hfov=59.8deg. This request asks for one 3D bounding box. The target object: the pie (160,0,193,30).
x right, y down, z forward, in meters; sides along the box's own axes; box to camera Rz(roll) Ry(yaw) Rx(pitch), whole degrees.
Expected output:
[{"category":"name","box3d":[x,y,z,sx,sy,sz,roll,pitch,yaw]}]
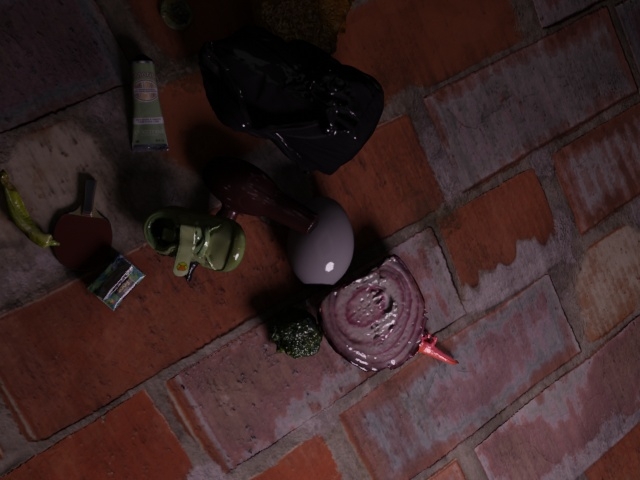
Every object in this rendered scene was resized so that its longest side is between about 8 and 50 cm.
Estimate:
[{"category":"pie","box3d":[-0.362,-0.571,1.394,0.085,0.017,0.085,0,89,-21]}]

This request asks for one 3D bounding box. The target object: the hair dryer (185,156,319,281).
[{"category":"hair dryer","box3d":[-0.208,-0.013,1.378,0.313,0.123,0.340,34,95,12]}]

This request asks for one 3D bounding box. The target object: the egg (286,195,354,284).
[{"category":"egg","box3d":[0.000,0.000,1.446,0.176,0.176,0.231,7,78,-20]}]

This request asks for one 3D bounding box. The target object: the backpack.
[{"category":"backpack","box3d":[-0.084,-0.339,1.336,0.446,0.363,0.254,31,76,-2]}]

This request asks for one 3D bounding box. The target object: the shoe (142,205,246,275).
[{"category":"shoe","box3d":[-0.305,0.003,1.313,0.128,0.262,0.140,-30,138,-57]}]

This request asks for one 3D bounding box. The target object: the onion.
[{"category":"onion","box3d":[0.130,0.215,1.505,0.314,0.146,0.280,-28,96,-26]}]

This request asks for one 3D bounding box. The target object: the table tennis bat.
[{"category":"table tennis bat","box3d":[-0.559,-0.036,1.319,0.130,0.019,0.220,8,89,-20]}]

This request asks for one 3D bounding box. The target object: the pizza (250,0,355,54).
[{"category":"pizza","box3d":[-0.051,-0.613,1.460,0.278,0.114,0.408,-26,99,-18]}]

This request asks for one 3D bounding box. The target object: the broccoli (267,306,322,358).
[{"category":"broccoli","box3d":[-0.060,0.241,1.447,0.146,0.138,0.162,52,39,11]}]

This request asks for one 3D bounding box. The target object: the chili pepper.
[{"category":"chili pepper","box3d":[-0.679,-0.060,1.263,0.208,0.049,0.043,56,30,-9]}]

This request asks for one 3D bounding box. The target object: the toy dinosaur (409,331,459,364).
[{"category":"toy dinosaur","box3d":[0.275,0.318,1.616,0.139,0.070,0.286,-46,108,-4]}]

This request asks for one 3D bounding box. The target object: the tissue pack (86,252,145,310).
[{"category":"tissue pack","box3d":[-0.483,0.097,1.315,0.085,0.079,0.111,44,76,-14]}]

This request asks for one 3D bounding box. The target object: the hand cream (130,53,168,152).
[{"category":"hand cream","box3d":[-0.423,-0.335,1.356,0.086,0.055,0.235,-5,99,-18]}]
